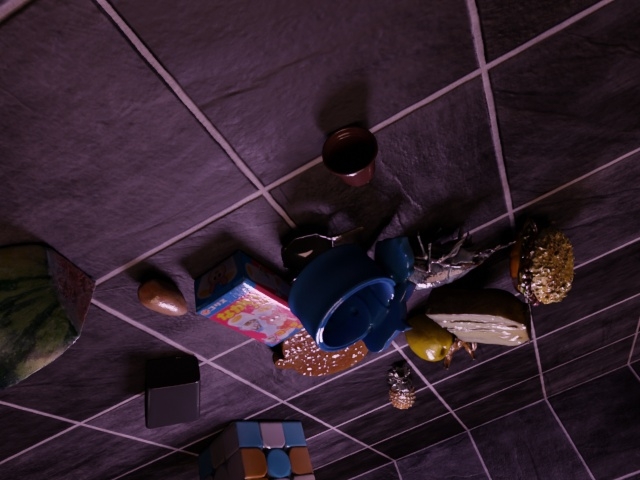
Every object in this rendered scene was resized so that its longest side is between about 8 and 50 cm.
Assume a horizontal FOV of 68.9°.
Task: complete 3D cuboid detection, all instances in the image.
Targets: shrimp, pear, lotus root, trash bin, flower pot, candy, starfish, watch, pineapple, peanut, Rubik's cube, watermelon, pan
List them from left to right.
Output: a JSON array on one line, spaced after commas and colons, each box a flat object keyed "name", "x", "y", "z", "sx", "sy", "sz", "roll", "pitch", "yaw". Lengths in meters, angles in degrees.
[{"name": "watermelon", "x": -0.595, "y": 0.152, "z": 0.957, "sx": 0.213, "sy": 0.261, "sz": 0.201, "roll": -25, "pitch": 168, "yaw": 2}, {"name": "peanut", "x": -0.370, "y": 0.137, "z": 1.108, "sx": 0.076, "sy": 0.076, "sz": 0.152, "roll": -28, "pitch": 144, "yaw": 10}, {"name": "trash bin", "x": -0.449, "y": 0.460, "z": 1.420, "sx": 0.165, "sy": 0.115, "sz": 0.225, "roll": -2, "pitch": 136, "yaw": -21}, {"name": "Rubik's cube", "x": -0.260, "y": 0.967, "z": 1.898, "sx": 0.344, "sy": 0.346, "sz": 0.347, "roll": 16, "pitch": 130, "yaw": -35}, {"name": "candy", "x": -0.163, "y": 0.159, "z": 1.200, "sx": 0.157, "sy": 0.100, "sz": 0.306, "roll": -32, "pitch": 140, "yaw": 17}, {"name": "pan", "x": 0.002, "y": 0.010, "z": 1.131, "sx": 0.202, "sy": 0.048, "sz": 0.128, "roll": -12, "pitch": 141, "yaw": -7}, {"name": "flower pot", "x": 0.065, "y": -0.159, "z": 0.934, "sx": 0.111, "sy": 0.111, "sz": 0.089, "roll": -23, "pitch": 156, "yaw": 5}, {"name": "watch", "x": 0.087, "y": 0.115, "z": 1.108, "sx": 0.274, "sy": 0.241, "sz": 0.305, "roll": 5, "pitch": 121, "yaw": -44}, {"name": "pineapple", "x": 0.321, "y": 0.584, "z": 1.886, "sx": 0.125, "sy": 0.125, "sz": 0.251, "roll": -17, "pitch": 136, "yaw": -3}, {"name": "pear", "x": 0.357, "y": 0.316, "z": 1.548, "sx": 0.149, "sy": 0.162, "sz": 0.149, "roll": -21, "pitch": 134, "yaw": -24}, {"name": "shrimp", "x": 0.309, "y": 0.042, "z": 1.215, "sx": 0.372, "sy": 0.137, "sz": 0.172, "roll": -29, "pitch": 156, "yaw": 14}, {"name": "starfish", "x": 0.509, "y": 0.429, "z": 1.799, "sx": 0.190, "sy": 0.074, "sz": 0.146, "roll": -13, "pitch": 139, "yaw": -8}, {"name": "lotus root", "x": 0.500, "y": 0.209, "z": 1.410, "sx": 0.260, "sy": 0.149, "sz": 0.267, "roll": -9, "pitch": 148, "yaw": 42}]

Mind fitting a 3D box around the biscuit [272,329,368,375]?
[{"name": "biscuit", "x": -0.001, "y": 0.336, "z": 1.498, "sx": 0.314, "sy": 0.063, "sz": 0.367, "roll": -18, "pitch": 141, "yaw": 2}]

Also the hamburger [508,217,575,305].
[{"name": "hamburger", "x": 0.624, "y": 0.061, "z": 1.306, "sx": 0.139, "sy": 0.243, "sz": 0.262, "roll": -2, "pitch": 160, "yaw": 43}]

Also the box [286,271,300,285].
[{"name": "box", "x": -0.011, "y": 0.096, "z": 1.247, "sx": 0.126, "sy": 0.027, "sz": 0.125, "roll": -33, "pitch": 141, "yaw": 14}]
